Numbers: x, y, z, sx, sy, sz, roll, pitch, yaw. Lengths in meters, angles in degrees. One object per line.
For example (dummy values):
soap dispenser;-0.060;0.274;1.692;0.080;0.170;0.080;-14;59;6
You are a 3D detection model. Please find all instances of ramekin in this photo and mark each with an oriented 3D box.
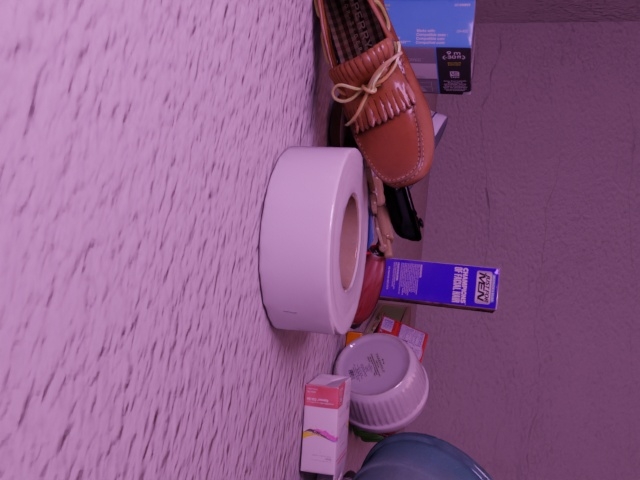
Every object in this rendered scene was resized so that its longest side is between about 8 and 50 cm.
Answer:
ramekin;0.125;0.297;1.319;0.207;0.207;0.109;-72;151;-43

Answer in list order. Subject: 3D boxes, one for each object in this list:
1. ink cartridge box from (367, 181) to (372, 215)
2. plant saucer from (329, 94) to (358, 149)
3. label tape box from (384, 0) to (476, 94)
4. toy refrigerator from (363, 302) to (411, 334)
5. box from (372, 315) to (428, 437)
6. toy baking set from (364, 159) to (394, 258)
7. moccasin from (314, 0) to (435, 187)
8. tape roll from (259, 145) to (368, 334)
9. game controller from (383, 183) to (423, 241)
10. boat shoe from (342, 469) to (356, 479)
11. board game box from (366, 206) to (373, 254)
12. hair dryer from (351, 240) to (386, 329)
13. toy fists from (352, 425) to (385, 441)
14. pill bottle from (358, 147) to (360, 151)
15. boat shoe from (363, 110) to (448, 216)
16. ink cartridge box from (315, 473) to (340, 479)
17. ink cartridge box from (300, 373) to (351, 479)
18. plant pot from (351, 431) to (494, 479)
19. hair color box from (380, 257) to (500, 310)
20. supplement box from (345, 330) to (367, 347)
ink cartridge box;0.069;-0.061;1.257;0.109;0.063;0.150;-40;132;-70
plant saucer;0.046;-0.212;1.192;0.168;0.029;0.168;5;90;-76
label tape box;0.246;-0.479;1.475;0.333;0.241;0.105;49;49;-69
toy refrigerator;0.198;0.264;1.788;0.269;0.102;0.094;-41;133;-69
box;0.162;0.334;1.503;0.122;0.128;0.256;108;4;-52
toy baking set;0.106;-0.096;1.138;0.256;0.030;0.196;-93;171;-46
moccasin;0.077;-0.264;0.945;0.147;0.139;0.379;0;77;-63
tape roll;0.000;0.000;0.932;0.286;0.100;0.286;5;90;-76
game controller;0.144;-0.152;1.207;0.166;0.067;0.319;-134;-153;-88
boat shoe;0.075;0.666;1.475;0.070;0.078;0.219;-29;121;-72
board game box;0.067;-0.008;1.127;0.168;0.033;0.133;-66;-146;38
hair dryer;0.088;0.069;1.285;0.293;0.080;0.223;112;-7;-77
toy fists;0.142;0.465;1.645;0.279;0.096;0.142;66;32;-64
pill bottle;0.117;-0.264;1.356;0.078;0.078;0.137;76;23;-51
boat shoe;0.160;-0.205;1.428;0.367;0.157;0.135;-55;163;-33
ink cartridge box;0.019;0.563;1.286;0.223;0.045;0.224;80;20;-46
ink cartridge box;0.010;0.360;1.148;0.115;0.067;0.198;10;83;-75
plant pot;0.118;0.562;1.045;0.334;0.341;0.340;-19;114;-51
hair color box;0.274;0.112;1.553;0.185;0.339;0.110;34;60;-74
supplement box;0.087;0.252;1.478;0.098;0.036;0.062;31;65;-75
